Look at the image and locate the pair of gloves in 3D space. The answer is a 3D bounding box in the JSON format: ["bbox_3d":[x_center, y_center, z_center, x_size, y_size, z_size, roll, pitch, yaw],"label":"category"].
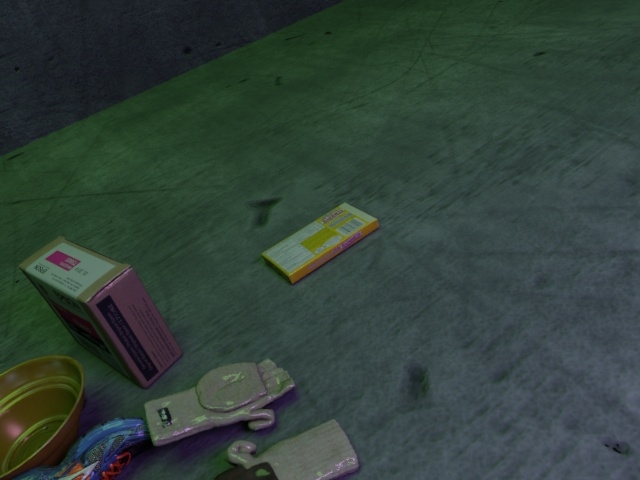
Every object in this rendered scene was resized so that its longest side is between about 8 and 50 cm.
[{"bbox_3d":[-0.093,0.251,0.649,0.204,0.042,0.240,-22,37,-27],"label":"pair of gloves"}]

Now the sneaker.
[{"bbox_3d":[-0.300,0.310,0.657,0.221,0.083,0.087,-31,56,-18],"label":"sneaker"}]

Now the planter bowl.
[{"bbox_3d":[-0.419,0.274,0.733,0.217,0.090,0.217,-12,34,8],"label":"planter bowl"}]

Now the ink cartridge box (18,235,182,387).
[{"bbox_3d":[-0.358,0.112,0.840,0.235,0.193,0.088,14,46,39],"label":"ink cartridge box"}]

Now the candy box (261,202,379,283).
[{"bbox_3d":[0.000,0.000,0.976,0.206,0.027,0.105,-32,35,-20],"label":"candy box"}]
